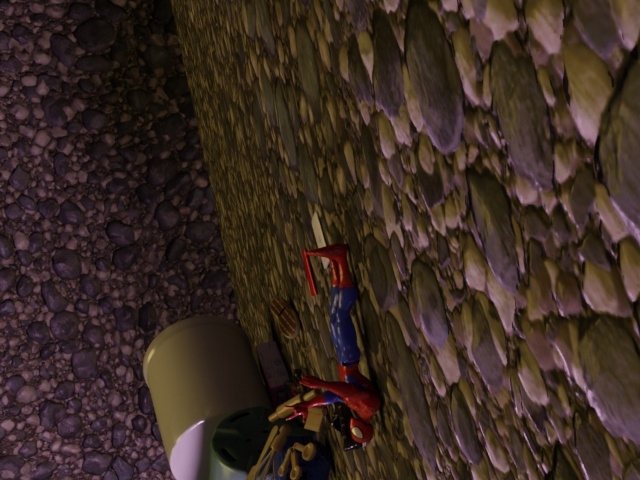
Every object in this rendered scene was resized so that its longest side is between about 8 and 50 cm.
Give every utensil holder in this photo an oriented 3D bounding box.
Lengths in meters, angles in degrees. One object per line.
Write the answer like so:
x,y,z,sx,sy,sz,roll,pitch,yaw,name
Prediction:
-0.306,0.455,2.101,0.385,0.327,0.328,-122,22,-51,utensil holder

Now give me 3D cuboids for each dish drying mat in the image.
-0.020,0.058,1.349,0.032,0.008,0.083,144,114,-77,dish drying mat

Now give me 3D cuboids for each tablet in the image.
0.000,0.000,1.188,0.054,0.006,0.083,113,142,-71,tablet

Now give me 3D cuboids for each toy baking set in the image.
-0.081,0.423,1.578,0.256,0.030,0.197,-34,31,39,toy baking set

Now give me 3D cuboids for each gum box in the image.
-0.129,0.392,2.138,0.188,0.062,0.107,-118,18,-51,gum box

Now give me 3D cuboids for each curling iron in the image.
-0.056,0.342,1.789,0.274,0.035,0.068,129,131,-75,curling iron

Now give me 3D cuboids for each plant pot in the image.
-0.140,0.618,1.846,0.341,0.341,0.334,-123,30,-60,plant pot

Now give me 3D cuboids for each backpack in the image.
-0.036,0.478,1.625,0.098,0.120,0.101,-116,37,-61,backpack

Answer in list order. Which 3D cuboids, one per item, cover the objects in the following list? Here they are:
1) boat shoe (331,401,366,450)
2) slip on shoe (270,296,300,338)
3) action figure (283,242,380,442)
0.037,0.296,1.255,0.133,0.042,0.049,-115,14,-53,boat shoe
-0.071,0.175,1.666,0.041,0.051,0.135,36,-174,-35,slip on shoe
0.001,0.156,1.045,0.091,0.139,0.281,-179,74,-80,action figure
